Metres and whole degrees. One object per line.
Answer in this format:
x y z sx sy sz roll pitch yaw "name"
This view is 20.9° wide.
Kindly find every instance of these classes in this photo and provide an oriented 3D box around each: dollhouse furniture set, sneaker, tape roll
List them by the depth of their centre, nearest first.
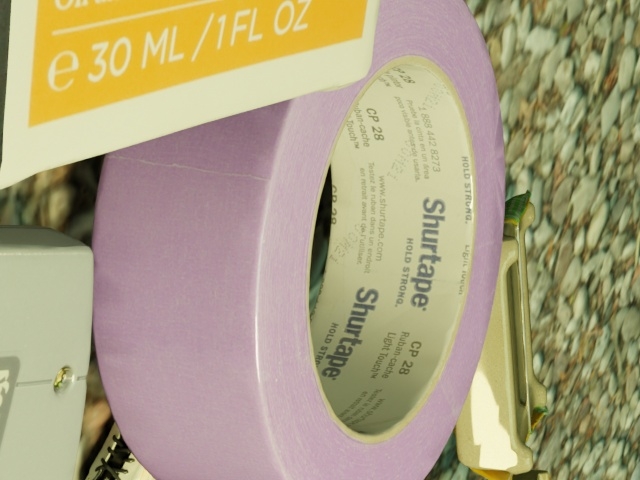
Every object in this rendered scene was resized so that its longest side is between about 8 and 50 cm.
0.000 0.000 0.863 0.275 0.090 0.274 -26 120 -57 "tape roll"
-0.092 0.110 0.866 0.044 0.040 0.109 2 105 -59 "sneaker"
0.069 0.129 1.143 0.197 0.151 0.301 -38 124 -77 "dollhouse furniture set"

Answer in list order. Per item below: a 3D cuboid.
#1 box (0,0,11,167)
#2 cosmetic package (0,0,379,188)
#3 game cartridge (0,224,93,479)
-0.217 -0.160 0.327 0.312 0.179 0.343 -25 128 -55 "box"
-0.075 -0.265 0.536 0.230 0.161 0.453 -24 127 -54 "cosmetic package"
-0.185 0.136 0.705 0.198 0.062 0.297 -1 108 -65 "game cartridge"
